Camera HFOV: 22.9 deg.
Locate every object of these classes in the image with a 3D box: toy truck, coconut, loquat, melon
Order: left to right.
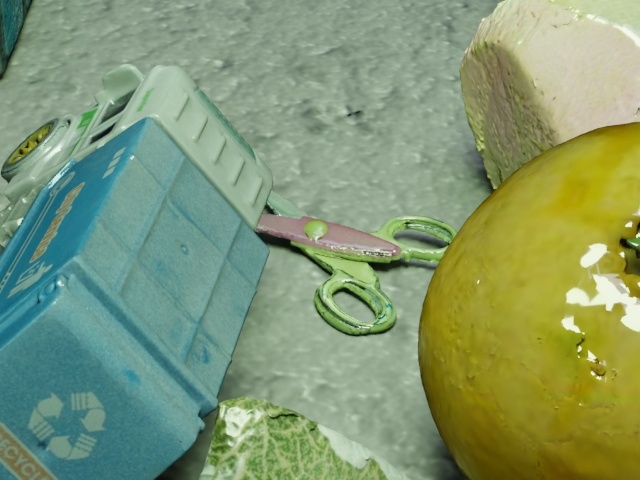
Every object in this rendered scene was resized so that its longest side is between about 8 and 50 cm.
[{"bbox_3d":[-0.138,0.032,0.963,0.175,0.146,0.367,-29,25,26],"label":"toy truck"},{"bbox_3d":[-0.038,0.151,0.896,0.202,0.139,0.093,-30,24,-32],"label":"melon"},{"bbox_3d":[0.189,0.064,0.925,0.263,0.263,0.263,1,37,-1],"label":"loquat"},{"bbox_3d":[0.254,-0.106,1.175,0.245,0.233,0.233,-21,42,-16],"label":"coconut"}]

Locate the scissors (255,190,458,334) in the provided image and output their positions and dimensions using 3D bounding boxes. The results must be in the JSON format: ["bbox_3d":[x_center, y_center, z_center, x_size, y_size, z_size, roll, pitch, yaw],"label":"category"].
[{"bbox_3d":[0.000,0.000,1.170,0.187,0.020,0.133,26,47,27],"label":"scissors"}]

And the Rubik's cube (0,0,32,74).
[{"bbox_3d":[-0.405,-0.344,1.380,0.303,0.301,0.305,2,37,-1],"label":"Rubik's cube"}]
